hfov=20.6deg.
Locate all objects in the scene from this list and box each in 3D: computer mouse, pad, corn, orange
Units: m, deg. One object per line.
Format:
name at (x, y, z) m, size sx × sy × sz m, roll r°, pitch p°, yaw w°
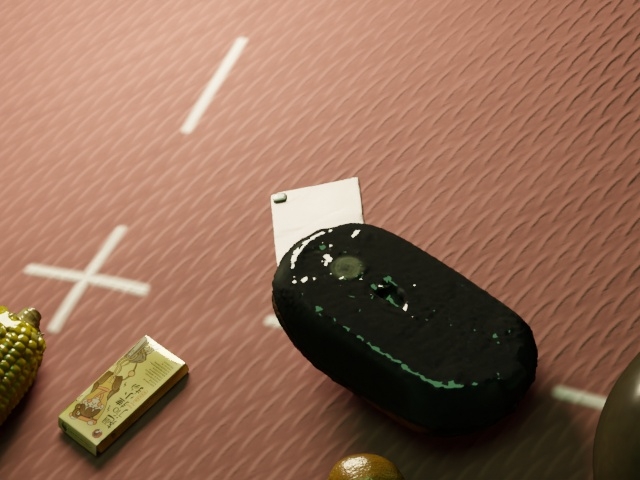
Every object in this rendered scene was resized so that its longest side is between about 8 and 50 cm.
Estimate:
computer mouse at (0.089, 0.099, 1.918) m, size 0.323 × 0.116 × 0.183 m, roll 34°, pitch 62°, yaw 27°
pad at (0.000, 0.000, 2.102) m, size 0.113 × 0.006 × 0.188 m, roll -11°, pitch 48°, yaw 5°
corn at (-0.398, 0.179, 2.001) m, size 0.097 × 0.097 × 0.262 m, roll 16°, pitch 57°, yaw 27°
orange at (0.048, 0.257, 1.821) m, size 0.085 × 0.085 × 0.085 m, roll -8°, pitch 48°, yaw 9°

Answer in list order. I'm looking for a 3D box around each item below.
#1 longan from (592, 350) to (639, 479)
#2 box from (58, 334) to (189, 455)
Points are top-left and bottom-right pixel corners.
longan at (0.396, 0.206, 1.633) m, size 0.297 × 0.297 × 0.297 m, roll -8°, pitch 48°, yaw 9°
box at (-0.226, 0.175, 2.003) m, size 0.073 × 0.020 × 0.149 m, roll 31°, pitch 64°, yaw 34°
